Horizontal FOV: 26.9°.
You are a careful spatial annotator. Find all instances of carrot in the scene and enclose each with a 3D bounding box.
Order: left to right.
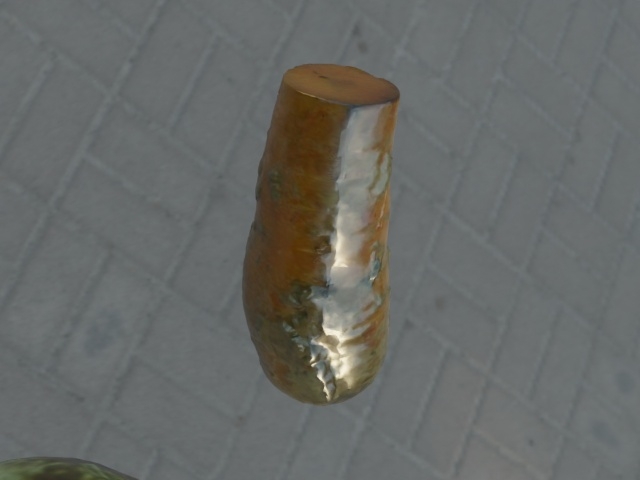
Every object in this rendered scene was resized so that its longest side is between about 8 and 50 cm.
[{"bbox_3d":[0.000,0.000,1.146,0.139,0.139,0.301,-18,124,-38],"label":"carrot"}]

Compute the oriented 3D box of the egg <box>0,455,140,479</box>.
[{"bbox_3d":[-0.199,0.264,0.884,0.289,0.238,0.238,2,79,-55],"label":"egg"}]
